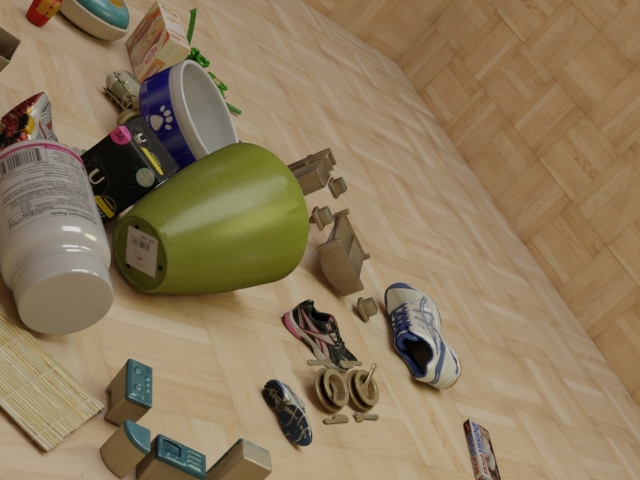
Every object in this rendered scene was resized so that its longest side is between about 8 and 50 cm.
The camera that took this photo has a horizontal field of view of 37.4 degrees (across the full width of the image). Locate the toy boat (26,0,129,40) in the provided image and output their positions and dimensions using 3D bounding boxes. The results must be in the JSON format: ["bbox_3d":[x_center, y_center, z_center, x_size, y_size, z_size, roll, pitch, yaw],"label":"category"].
[{"bbox_3d":[-0.564,-0.577,2.201,0.267,0.148,0.318,42,21,-5],"label":"toy boat"}]

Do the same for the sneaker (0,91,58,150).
[{"bbox_3d":[-0.518,-0.190,1.696,0.093,0.088,0.225,55,14,-31],"label":"sneaker"}]

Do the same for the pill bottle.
[{"bbox_3d":[-0.407,-0.007,1.424,0.160,0.160,0.283,22,31,-43],"label":"pill bottle"}]

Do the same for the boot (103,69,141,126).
[{"bbox_3d":[-0.414,-0.296,2.052,0.165,0.077,0.213,48,17,8],"label":"boot"}]

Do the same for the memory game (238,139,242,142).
[{"bbox_3d":[-0.171,-0.191,2.370,0.186,0.012,0.186,36,23,-18],"label":"memory game"}]

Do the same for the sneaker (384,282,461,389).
[{"bbox_3d":[0.218,0.207,2.198,0.131,0.112,0.296,18,33,-47],"label":"sneaker"}]

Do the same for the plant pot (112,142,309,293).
[{"bbox_3d":[-0.218,-0.016,1.691,0.275,0.275,0.293,50,38,15],"label":"plant pot"}]

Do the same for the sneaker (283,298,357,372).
[{"bbox_3d":[0.012,0.191,1.910,0.178,0.077,0.072,41,23,-10],"label":"sneaker"}]

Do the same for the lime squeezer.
[{"bbox_3d":[-0.315,-0.448,2.481,0.059,0.110,0.310,48,-16,58],"label":"lime squeezer"}]

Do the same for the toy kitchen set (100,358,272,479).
[{"bbox_3d":[-0.191,0.267,1.356,0.207,0.122,0.166,32,24,-27],"label":"toy kitchen set"}]

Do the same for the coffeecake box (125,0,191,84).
[{"bbox_3d":[-0.398,-0.474,2.310,0.068,0.142,0.185,25,28,-38],"label":"coffeecake box"}]

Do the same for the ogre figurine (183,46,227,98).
[{"bbox_3d":[-0.309,-0.380,2.330,0.197,0.118,0.097,52,19,16],"label":"ogre figurine"}]

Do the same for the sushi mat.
[{"bbox_3d":[-0.439,0.145,1.285,0.316,0.019,0.151,45,23,1],"label":"sushi mat"}]

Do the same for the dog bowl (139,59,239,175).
[{"bbox_3d":[-0.276,-0.244,2.026,0.265,0.104,0.265,-20,90,-75],"label":"dog bowl"}]

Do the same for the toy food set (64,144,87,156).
[{"bbox_3d":[-0.456,-0.147,1.782,0.083,0.020,0.083,9,40,-55],"label":"toy food set"}]

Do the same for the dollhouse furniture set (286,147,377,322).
[{"bbox_3d":[0.000,0.000,2.273,0.356,0.173,0.303,64,17,-16],"label":"dollhouse furniture set"}]

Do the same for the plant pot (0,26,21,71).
[{"bbox_3d":[-0.629,-0.343,1.732,0.109,0.096,0.109,34,24,-23],"label":"plant pot"}]

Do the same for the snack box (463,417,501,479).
[{"bbox_3d":[0.356,0.470,2.079,0.064,0.022,0.178,34,24,-20],"label":"snack box"}]

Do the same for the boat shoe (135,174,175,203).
[{"bbox_3d":[-0.332,-0.124,1.896,0.083,0.065,0.183,51,24,15],"label":"boat shoe"}]

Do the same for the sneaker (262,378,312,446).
[{"bbox_3d":[-0.044,0.299,1.654,0.058,0.052,0.135,19,33,-54],"label":"sneaker"}]

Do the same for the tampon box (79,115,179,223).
[{"bbox_3d":[-0.360,-0.122,1.690,0.120,0.161,0.101,53,21,-7],"label":"tampon box"}]

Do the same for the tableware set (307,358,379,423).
[{"bbox_3d":[0.059,0.283,1.826,0.194,0.039,0.128,11,57,-53],"label":"tableware set"}]
